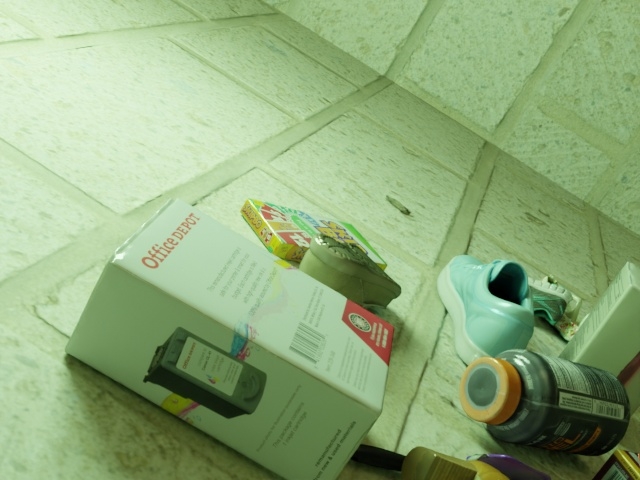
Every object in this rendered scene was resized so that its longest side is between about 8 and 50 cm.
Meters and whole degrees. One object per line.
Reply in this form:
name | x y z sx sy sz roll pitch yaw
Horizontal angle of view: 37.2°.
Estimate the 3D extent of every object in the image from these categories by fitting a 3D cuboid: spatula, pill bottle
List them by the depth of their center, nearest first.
spatula | 0.147 0.262 1.116 0.296 0.084 0.030 12 71 -30
pill bottle | 0.306 0.223 1.320 0.246 0.130 0.130 17 25 -35

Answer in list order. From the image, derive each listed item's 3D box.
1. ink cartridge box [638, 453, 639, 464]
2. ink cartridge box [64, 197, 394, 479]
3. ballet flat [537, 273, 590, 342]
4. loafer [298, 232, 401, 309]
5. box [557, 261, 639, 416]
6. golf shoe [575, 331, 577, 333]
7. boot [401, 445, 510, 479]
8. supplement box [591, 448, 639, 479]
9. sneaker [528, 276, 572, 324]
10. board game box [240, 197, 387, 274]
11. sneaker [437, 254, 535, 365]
ink cartridge box | 0.493 0.387 1.174 0.189 0.066 0.232 22 54 -25
ink cartridge box | -0.083 0.106 1.033 0.306 0.131 0.226 30 20 -1
ballet flat | 0.487 0.153 1.827 0.091 0.077 0.241 10 29 -47
loafer | 0.034 0.059 1.384 0.102 0.092 0.268 44 7 28
box | 0.491 0.175 1.548 0.127 0.232 0.148 33 20 6
golf shoe | 0.511 0.177 1.726 0.086 0.067 0.186 35 49 9
boot | 0.224 0.313 0.973 0.211 0.104 0.295 27 5 -24
supplement box | 0.473 0.361 1.303 0.188 0.080 0.104 18 24 -31
sneaker | 0.390 0.111 1.810 0.166 0.076 0.065 15 -20 20
board game box | 0.000 0.000 1.552 0.259 0.039 0.124 16 26 -43
sneaker | 0.296 0.090 1.591 0.135 0.150 0.366 27 20 -13
